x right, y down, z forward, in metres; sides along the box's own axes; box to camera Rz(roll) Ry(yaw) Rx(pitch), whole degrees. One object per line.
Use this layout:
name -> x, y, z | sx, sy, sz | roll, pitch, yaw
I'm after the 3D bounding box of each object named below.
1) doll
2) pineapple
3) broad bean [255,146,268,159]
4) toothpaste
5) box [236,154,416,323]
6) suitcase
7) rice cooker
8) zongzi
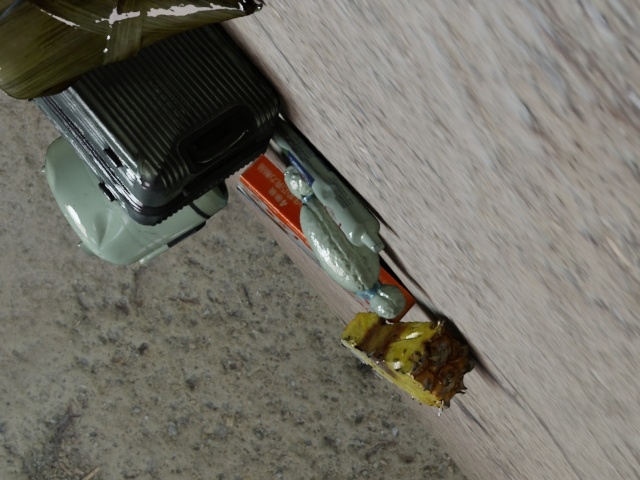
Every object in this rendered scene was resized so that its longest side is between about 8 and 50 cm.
doll -> 0.024, 0.003, 1.576 | 0.214, 0.071, 0.103 | 54, 175, 4
pineapple -> 0.122, 0.147, 1.629 | 0.135, 0.079, 0.233 | 42, 170, -17
broad bean -> -0.163, -0.186, 1.787 | 0.228, 0.100, 0.169 | 48, -177, 15
toothpaste -> 0.003, -0.064, 1.476 | 0.233, 0.038, 0.060 | 51, 175, 36
box -> 0.000, 0.000, 1.808 | 0.273, 0.048, 0.265 | 43, 177, -2
suitcase -> -0.201, -0.181, 1.456 | 0.312, 0.202, 0.128 | 49, 156, 11
rice cooker -> -0.250, -0.096, 1.926 | 0.226, 0.244, 0.226 | 54, -172, -11
zongzi -> -0.182, -0.181, 1.181 | 0.242, 0.221, 0.112 | 46, -171, 33
